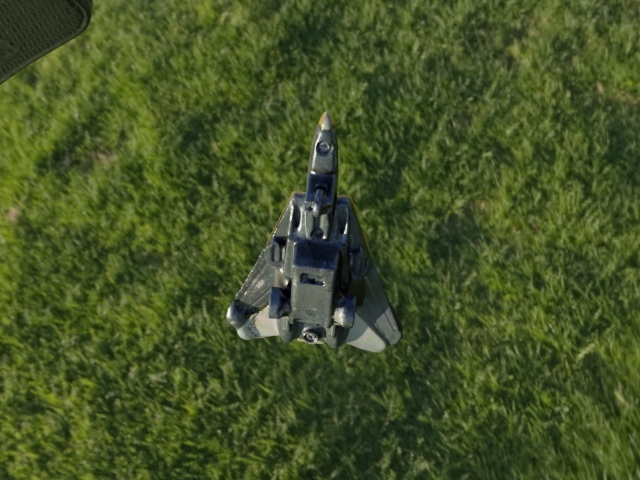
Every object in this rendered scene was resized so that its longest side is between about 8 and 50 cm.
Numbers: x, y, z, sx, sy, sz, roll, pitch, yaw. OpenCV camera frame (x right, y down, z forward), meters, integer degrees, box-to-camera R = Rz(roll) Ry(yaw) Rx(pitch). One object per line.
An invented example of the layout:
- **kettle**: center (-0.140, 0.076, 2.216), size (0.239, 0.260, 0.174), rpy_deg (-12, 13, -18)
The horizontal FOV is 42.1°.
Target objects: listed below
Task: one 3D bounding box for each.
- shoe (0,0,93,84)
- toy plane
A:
- **shoe**: center (-0.313, -0.209, 0.761), size (0.241, 0.108, 0.093), rpy_deg (-16, 66, 23)
- **toy plane**: center (-0.001, 0.010, 0.856), size (0.204, 0.316, 0.103), rpy_deg (6, 51, 1)
